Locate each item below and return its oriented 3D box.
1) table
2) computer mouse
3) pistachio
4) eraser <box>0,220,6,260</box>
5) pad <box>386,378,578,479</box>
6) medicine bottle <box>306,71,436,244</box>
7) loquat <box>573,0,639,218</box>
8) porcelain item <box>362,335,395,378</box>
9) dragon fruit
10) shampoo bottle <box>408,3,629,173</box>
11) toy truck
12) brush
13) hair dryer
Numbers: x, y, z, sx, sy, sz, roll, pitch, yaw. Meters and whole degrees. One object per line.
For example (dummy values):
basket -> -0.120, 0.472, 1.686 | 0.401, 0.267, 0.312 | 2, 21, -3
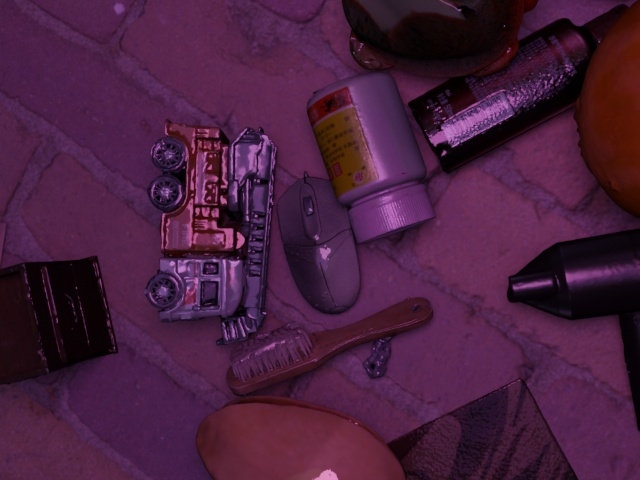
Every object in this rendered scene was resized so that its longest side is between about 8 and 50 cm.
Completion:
table -> -0.449, 0.126, 1.135 | 0.172, 0.193, 0.169 | -14, 87, 11
computer mouse -> -0.001, 0.002, 1.107 | 0.113, 0.068, 0.229 | -15, 87, 10
pistachio -> -0.030, 0.326, 1.045 | 0.317, 0.193, 0.214 | 20, 109, 14
eraser -> -0.626, 0.158, 1.222 | 0.096, 0.098, 0.404 | 11, 92, 13
pad -> 0.210, 0.376, 1.096 | 0.330, 0.004, 0.220 | -30, 84, 10
medicine bottle -> 0.075, -0.119, 1.055 | 0.139, 0.139, 0.226 | -20, 86, 11
loquat -> 0.479, -0.164, 0.879 | 0.328, 0.328, 0.329 | 0, 90, 12
porcelain item -> 0.092, 0.173, 1.110 | 0.036, 0.028, 0.083 | 24, 96, 27
dragon fruit -> 0.142, -0.332, 0.960 | 0.295, 0.268, 0.130 | 35, 58, 0
shampoo bottle -> 0.295, -0.224, 1.040 | 0.322, 0.084, 0.129 | -29, 74, 9
toy truck -> -0.162, -0.007, 1.111 | 0.184, 0.133, 0.339 | 1, 88, 0
brush -> 0.008, 0.141, 1.079 | 0.327, 0.070, 0.065 | -19, 122, 1
hair dryer -> 0.401, 0.142, 1.015 | 0.244, 0.116, 0.303 | -11, 95, 14
